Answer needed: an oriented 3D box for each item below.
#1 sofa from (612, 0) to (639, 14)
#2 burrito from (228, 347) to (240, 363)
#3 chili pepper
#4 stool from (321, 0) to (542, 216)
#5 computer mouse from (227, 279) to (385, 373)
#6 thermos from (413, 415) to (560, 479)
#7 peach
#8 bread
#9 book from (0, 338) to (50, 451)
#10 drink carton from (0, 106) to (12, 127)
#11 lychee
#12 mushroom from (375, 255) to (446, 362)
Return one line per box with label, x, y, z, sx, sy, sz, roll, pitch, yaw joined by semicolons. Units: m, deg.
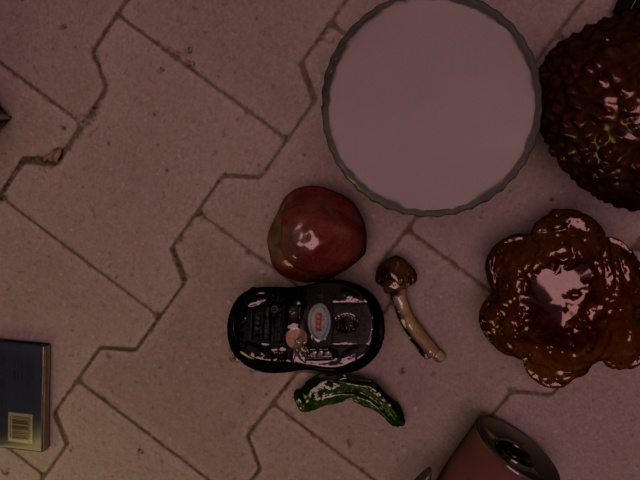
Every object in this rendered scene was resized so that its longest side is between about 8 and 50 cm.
sofa;0.486;-0.371;1.044;0.085;0.060;0.147;22;100;-13
burrito;-0.031;0.175;1.179;0.230;0.063;0.058;-9;56;1
chili pepper;0.049;0.249;1.177;0.182;0.050;0.073;11;91;4
stool;0.140;-0.165;0.971;0.297;0.330;0.297;1;98;8
computer mouse;-0.020;0.131;1.110;0.233;0.096;0.137;2;69;7
thermos;0.214;0.407;1.130;0.176;0.146;0.265;33;106;-4
peach;0.000;0.000;1.112;0.152;0.152;0.152;1;97;8
bread;0.340;0.080;1.072;0.232;0.135;0.246;-19;94;10
book;-0.597;0.258;1.278;0.269;0.025;0.190;4;96;7
drink carton;-0.630;-0.155;1.082;0.194;0.324;0.132;-41;94;13
lychee;0.425;-0.173;0.962;0.304;0.276;0.275;32;101;28
mushroom;0.142;0.107;1.151;0.060;0.061;0.187;-19;106;23
